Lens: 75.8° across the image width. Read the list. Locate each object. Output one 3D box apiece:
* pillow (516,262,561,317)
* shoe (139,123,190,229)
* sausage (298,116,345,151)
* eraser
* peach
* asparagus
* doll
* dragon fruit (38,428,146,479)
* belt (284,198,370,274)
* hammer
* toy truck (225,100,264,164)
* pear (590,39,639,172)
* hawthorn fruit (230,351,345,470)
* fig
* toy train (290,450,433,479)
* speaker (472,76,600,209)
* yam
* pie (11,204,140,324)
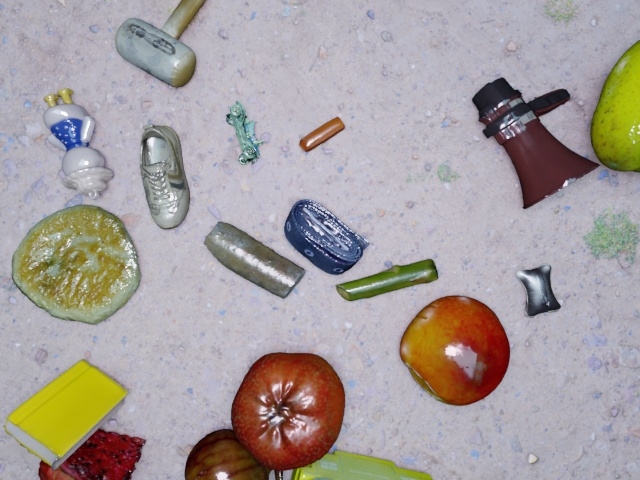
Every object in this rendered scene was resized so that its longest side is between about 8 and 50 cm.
[{"bbox_3d":[0.590,0.137,1.113,0.091,0.055,0.136,-16,88,30],"label":"pillow"},{"bbox_3d":[-0.409,-0.165,1.056,0.103,0.098,0.275,-9,92,2],"label":"shoe"},{"bbox_3d":[0.002,-0.281,1.094,0.131,0.041,0.039,-31,89,-1],"label":"sausage"},{"bbox_3d":[-0.603,0.407,0.991,0.158,0.226,0.069,33,117,4],"label":"eraser"},{"bbox_3d":[0.356,0.274,1.045,0.275,0.245,0.248,-47,120,-11],"label":"peach"},{"bbox_3d":[0.178,0.110,1.095,0.277,0.060,0.067,-17,101,-1],"label":"asparagus"},{"bbox_3d":[-0.618,-0.240,1.045,0.138,0.119,0.293,-23,86,6],"label":"doll"},{"bbox_3d":[-0.551,0.638,1.032,0.240,0.302,0.330,-9,114,-35],"label":"dragon fruit"},{"bbox_3d":[0.000,0.000,1.063,0.218,0.128,0.122,41,60,0],"label":"belt"},{"bbox_3d":[-0.367,-0.560,1.054,0.202,0.113,0.305,30,84,-5],"label":"hammer"},{"bbox_3d":[-0.190,-0.281,1.075,0.078,0.080,0.154,-18,91,-23],"label":"toy truck"},{"bbox_3d":[0.803,-0.293,1.006,0.318,0.238,0.342,-49,118,-8],"label":"pear"},{"bbox_3d":[-0.075,0.412,0.999,0.275,0.300,0.275,2,55,-3],"label":"hawthorn fruit"},{"bbox_3d":[-0.224,0.589,1.010,0.235,0.235,0.214,48,63,-2],"label":"fig"},{"bbox_3d":[0.109,0.643,0.990,0.442,0.272,0.179,14,91,-5],"label":"toy train"},{"bbox_3d":[0.566,-0.282,1.050,0.259,0.198,0.330,-26,83,11],"label":"speaker"},{"bbox_3d":[-0.171,0.053,1.062,0.259,0.106,0.106,31,89,1],"label":"yam"},{"bbox_3d":[-0.621,0.057,1.067,0.323,0.070,0.323,0,87,-4],"label":"pie"}]
